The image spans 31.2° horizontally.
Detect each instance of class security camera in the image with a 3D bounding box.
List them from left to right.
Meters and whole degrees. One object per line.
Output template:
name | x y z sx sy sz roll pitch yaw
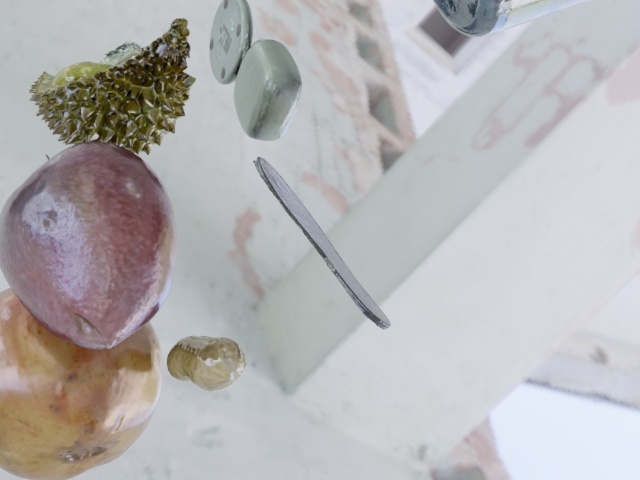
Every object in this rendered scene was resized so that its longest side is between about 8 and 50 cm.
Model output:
security camera | -0.114 -0.299 1.938 0.080 0.157 0.301 1 -139 -29

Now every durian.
durian | -0.300 -0.218 1.701 0.172 0.306 0.166 44 -144 -33

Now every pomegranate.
pomegranate | -0.406 0.194 1.768 0.338 0.338 0.338 38 -161 -15

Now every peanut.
peanut | -0.170 0.178 1.660 0.080 0.080 0.174 32 160 -29

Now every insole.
insole | 0.000 0.000 1.489 0.309 0.012 0.110 54 -170 33

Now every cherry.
cherry | -0.309 0.007 1.545 0.221 0.261 0.307 8 -127 -50

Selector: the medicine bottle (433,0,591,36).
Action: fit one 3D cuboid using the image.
medicine bottle | 0.239 -0.283 0.996 0.141 0.293 0.141 159 90 -77
